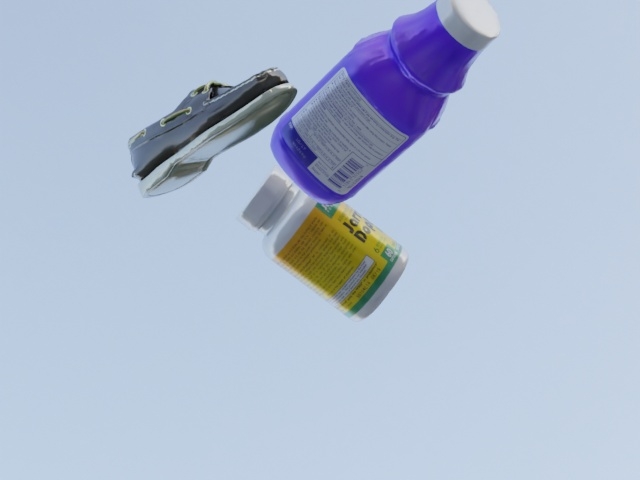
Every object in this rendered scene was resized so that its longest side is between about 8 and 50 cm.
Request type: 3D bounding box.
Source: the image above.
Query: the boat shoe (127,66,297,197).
[{"bbox_3d":[-0.117,-0.119,1.321,0.227,0.069,0.081,-31,-12,38],"label":"boat shoe"}]

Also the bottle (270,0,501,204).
[{"bbox_3d":[0.067,-0.150,1.351,0.118,0.092,0.283,46,-50,-3],"label":"bottle"}]

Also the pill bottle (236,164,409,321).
[{"bbox_3d":[0.000,0.000,1.687,0.208,0.117,0.118,37,-78,-5],"label":"pill bottle"}]
